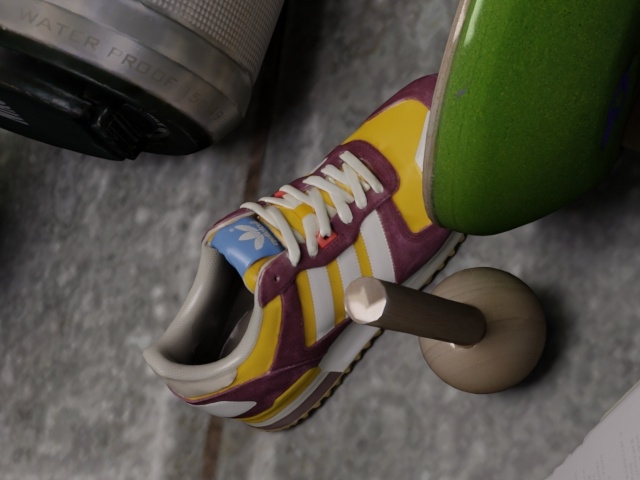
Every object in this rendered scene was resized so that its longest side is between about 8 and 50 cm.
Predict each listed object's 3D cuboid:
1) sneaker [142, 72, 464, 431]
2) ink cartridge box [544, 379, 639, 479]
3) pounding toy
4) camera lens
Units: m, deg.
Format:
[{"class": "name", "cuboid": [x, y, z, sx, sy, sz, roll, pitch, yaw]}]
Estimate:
[{"class": "sneaker", "cuboid": [0.000, 0.000, 0.833, 0.069, 0.084, 0.185, 39, 98, 41]}, {"class": "ink cartridge box", "cuboid": [0.142, 0.148, 0.631, 0.255, 0.097, 0.188, 115, 152, -66]}, {"class": "pounding toy", "cuboid": [0.114, -0.049, 0.734, 0.110, 0.183, 0.236, 20, 85, 15]}, {"class": "camera lens", "cuboid": [-0.105, -0.190, 0.904, 0.219, 0.219, 0.274, 13, 80, 41]}]
